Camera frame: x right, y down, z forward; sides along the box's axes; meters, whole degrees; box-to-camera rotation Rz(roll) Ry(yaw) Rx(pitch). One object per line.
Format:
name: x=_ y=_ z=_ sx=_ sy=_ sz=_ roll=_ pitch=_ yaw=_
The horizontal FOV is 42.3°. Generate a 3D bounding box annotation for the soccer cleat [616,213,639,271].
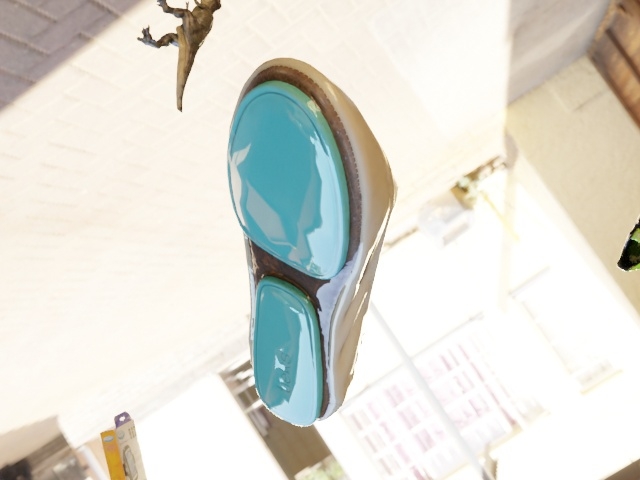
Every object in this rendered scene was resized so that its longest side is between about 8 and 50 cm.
soccer cleat: x=0.507 y=-0.025 z=1.258 sx=0.072 sy=0.060 sz=0.179 roll=-20 pitch=136 yaw=-41

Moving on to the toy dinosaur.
toy dinosaur: x=-0.249 y=-0.368 z=1.461 sx=0.064 sy=0.118 sz=0.268 roll=-16 pitch=-127 yaw=52

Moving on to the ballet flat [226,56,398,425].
ballet flat: x=0.000 y=0.000 z=0.432 sx=0.086 sy=0.086 sz=0.248 roll=-30 pitch=146 yaw=-29

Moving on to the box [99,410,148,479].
box: x=-0.294 y=0.329 z=1.246 sx=0.028 sy=0.136 sz=0.081 roll=-16 pitch=177 yaw=7
